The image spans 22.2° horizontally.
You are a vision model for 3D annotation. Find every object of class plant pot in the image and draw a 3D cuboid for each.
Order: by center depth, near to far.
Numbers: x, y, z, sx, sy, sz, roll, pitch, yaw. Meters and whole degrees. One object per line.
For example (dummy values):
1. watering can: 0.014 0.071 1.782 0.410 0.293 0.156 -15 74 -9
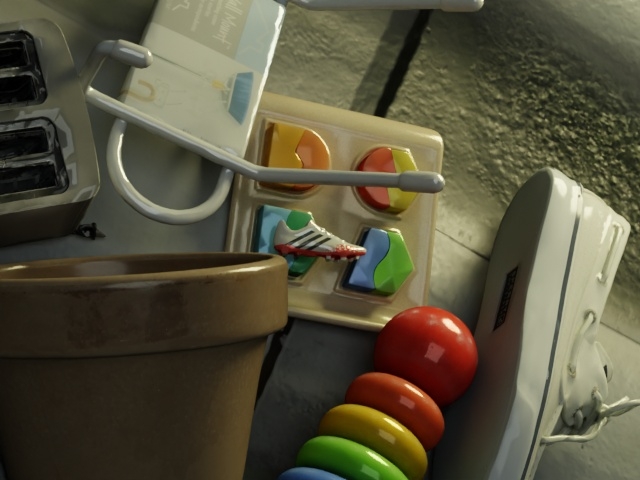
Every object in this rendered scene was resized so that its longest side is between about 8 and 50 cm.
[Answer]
1. plant pot: -0.148 0.129 1.242 0.263 0.263 0.229 -4 92 -22

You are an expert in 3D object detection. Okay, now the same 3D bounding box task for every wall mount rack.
1. wall mount rack: -0.035 -0.163 1.399 0.304 0.130 0.350 24 58 -15

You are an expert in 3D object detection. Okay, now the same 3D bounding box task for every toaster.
1. toaster: -0.270 -0.079 1.318 0.186 0.110 0.168 -10 78 -23

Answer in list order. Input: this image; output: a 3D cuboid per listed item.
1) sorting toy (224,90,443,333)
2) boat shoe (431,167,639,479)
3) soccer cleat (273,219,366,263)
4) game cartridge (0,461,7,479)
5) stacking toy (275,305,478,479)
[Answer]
1. sorting toy: 0.016 -0.026 1.448 0.193 0.038 0.208 11 70 -17
2. boat shoe: 0.211 0.121 1.436 0.156 0.136 0.367 27 57 -14
3. soccer cleat: 0.000 0.000 1.405 0.083 0.029 0.035 4 81 -14
4. game cartridge: -0.315 0.277 1.224 0.196 0.060 0.294 -5 76 -18
5. stacking toy: 0.030 0.189 1.334 0.141 0.141 0.330 35 64 -8
